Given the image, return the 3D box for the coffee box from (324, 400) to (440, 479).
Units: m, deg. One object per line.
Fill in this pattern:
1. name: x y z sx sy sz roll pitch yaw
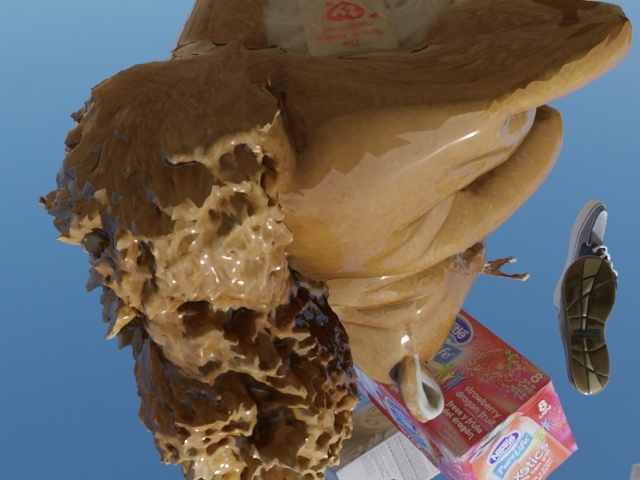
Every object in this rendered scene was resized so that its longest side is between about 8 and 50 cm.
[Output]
1. coffee box: 0.115 0.293 1.261 0.246 0.098 0.141 -29 -166 -18

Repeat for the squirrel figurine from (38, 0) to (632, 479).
1. squirrel figurine: 0.000 0.000 0.642 0.281 0.370 0.397 35 -121 29

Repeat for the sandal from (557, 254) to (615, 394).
1. sandal: 0.337 0.108 1.100 0.072 0.180 0.049 6 169 -9

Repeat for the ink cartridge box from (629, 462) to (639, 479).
1. ink cartridge box: 0.549 0.394 1.302 0.143 0.090 0.092 5 -172 -34

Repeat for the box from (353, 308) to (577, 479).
1. box: 0.129 0.151 0.902 0.123 0.128 0.257 -38 -141 -11

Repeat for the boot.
1. boot: 0.441 0.035 1.355 0.069 0.190 0.086 6 -169 -41
